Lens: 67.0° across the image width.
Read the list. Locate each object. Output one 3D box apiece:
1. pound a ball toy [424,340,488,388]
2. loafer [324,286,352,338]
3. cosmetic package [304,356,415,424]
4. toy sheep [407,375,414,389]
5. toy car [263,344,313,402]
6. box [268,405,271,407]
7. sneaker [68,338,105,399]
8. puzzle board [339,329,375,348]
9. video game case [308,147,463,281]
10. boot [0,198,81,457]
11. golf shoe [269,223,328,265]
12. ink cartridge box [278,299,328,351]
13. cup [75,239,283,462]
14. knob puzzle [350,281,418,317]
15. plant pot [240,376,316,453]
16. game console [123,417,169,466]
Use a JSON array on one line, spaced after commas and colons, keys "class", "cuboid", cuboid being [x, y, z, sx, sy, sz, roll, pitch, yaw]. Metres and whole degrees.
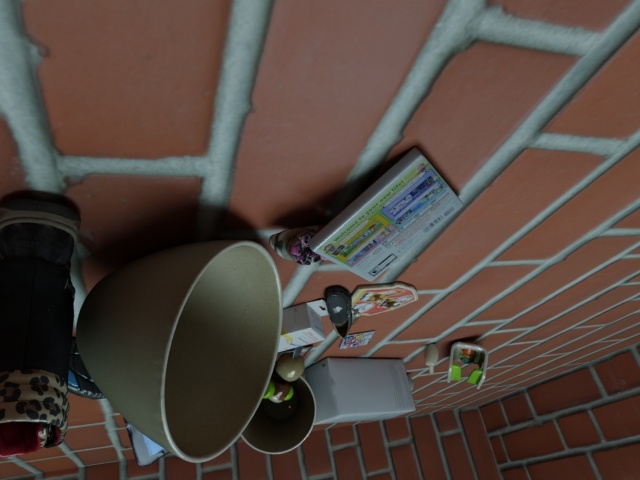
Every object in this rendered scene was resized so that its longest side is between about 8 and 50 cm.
[{"class": "pound a ball toy", "cuboid": [0.499, 0.439, 1.781, 0.208, 0.136, 0.319, 8, 157, 18]}, {"class": "loafer", "cuboid": [0.047, 0.168, 1.121, 0.062, 0.061, 0.170, -10, 142, 10]}, {"class": "cosmetic package", "cuboid": [0.141, 0.524, 1.696, 0.365, 0.197, 0.155, 12, 145, -35]}, {"class": "toy sheep", "cuboid": [0.346, 0.609, 2.051, 0.091, 0.091, 0.132, -32, 141, 34]}, {"class": "toy car", "cuboid": [-0.106, 0.360, 1.412, 0.188, 0.149, 0.155, -45, 151, 1]}, {"class": "box", "cuboid": [-0.255, 0.634, 1.857, 0.158, 0.093, 0.156, -26, 149, 23]}, {"class": "sneaker", "cuboid": [-0.533, 0.326, 1.140, 0.139, 0.125, 0.341, -17, 151, 13]}, {"class": "puzzle board", "cuboid": [0.111, 0.304, 1.470, 0.096, 0.011, 0.128, -7, 152, -9]}, {"class": "video game case", "cuboid": [0.111, -0.029, 0.772, 0.212, 0.023, 0.193, -41, 144, 14]}, {"class": "boot", "cuboid": [-0.424, 0.151, 0.682, 0.138, 0.284, 0.377, 10, 144, -35]}, {"class": "golf shoe", "cuboid": [0.000, 0.000, 0.822, 0.186, 0.067, 0.086, 2, -168, -45]}, {"class": "ink cartridge box", "cuboid": [-0.064, 0.211, 1.168, 0.198, 0.067, 0.115, -18, 151, 12]}, {"class": "cup", "cuboid": [-0.238, 0.148, 0.774, 0.237, 0.331, 0.331, 8, 158, 20]}, {"class": "knob puzzle", "cuboid": [0.155, 0.154, 1.187, 0.213, 0.030, 0.213, -9, 152, -5]}, {"class": "plant pot", "cuboid": [-0.145, 0.550, 1.618, 0.256, 0.256, 0.274, -10, 167, -4]}, {"class": "game console", "cuboid": [-0.303, 0.367, 1.151, 0.293, 0.173, 0.250, -22, 164, -42]}]
